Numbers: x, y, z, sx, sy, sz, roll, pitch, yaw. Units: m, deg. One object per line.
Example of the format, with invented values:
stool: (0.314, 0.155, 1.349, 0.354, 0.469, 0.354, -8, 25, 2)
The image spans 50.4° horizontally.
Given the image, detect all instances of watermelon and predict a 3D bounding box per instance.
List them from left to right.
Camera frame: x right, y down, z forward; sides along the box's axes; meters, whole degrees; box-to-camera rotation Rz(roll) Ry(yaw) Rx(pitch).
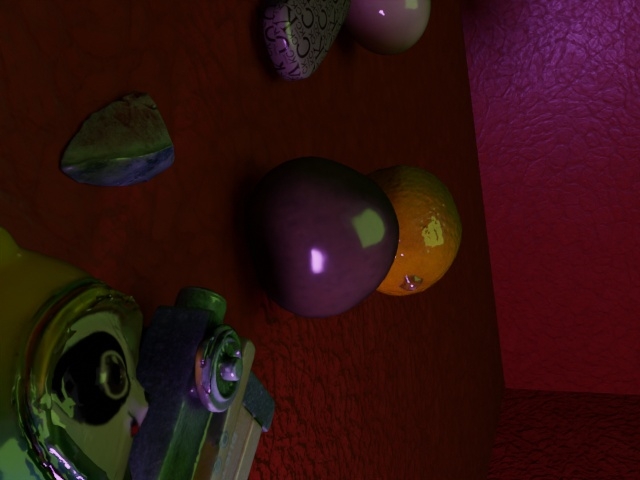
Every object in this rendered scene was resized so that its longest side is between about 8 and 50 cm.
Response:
watermelon: (-0.213, -0.110, 0.762, 0.094, 0.081, 0.180, 53, 28, -12)

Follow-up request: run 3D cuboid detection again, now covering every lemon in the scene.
lemon: (0.156, -0.021, 1.352, 0.267, 0.267, 0.267, -2, 90, -66)

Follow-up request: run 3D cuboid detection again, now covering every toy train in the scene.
toy train: (-0.161, 0.255, 0.724, 0.253, 0.160, 0.397, 66, 31, -53)

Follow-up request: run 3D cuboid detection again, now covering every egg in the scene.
egg: (0.125, -0.507, 1.392, 0.188, 0.189, 0.253, -55, 132, -54)

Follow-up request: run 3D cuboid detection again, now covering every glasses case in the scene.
glasses case: (-0.015, -0.413, 1.188, 0.354, 0.085, 0.137, -69, 146, -42)

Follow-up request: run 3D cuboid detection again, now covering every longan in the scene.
longan: (0.000, 0.000, 1.041, 0.215, 0.246, 0.246, 17, 72, -80)

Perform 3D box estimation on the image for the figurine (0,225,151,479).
figurine: (-0.242, 0.164, 0.483, 0.323, 0.231, 0.340, 96, -6, -65)
